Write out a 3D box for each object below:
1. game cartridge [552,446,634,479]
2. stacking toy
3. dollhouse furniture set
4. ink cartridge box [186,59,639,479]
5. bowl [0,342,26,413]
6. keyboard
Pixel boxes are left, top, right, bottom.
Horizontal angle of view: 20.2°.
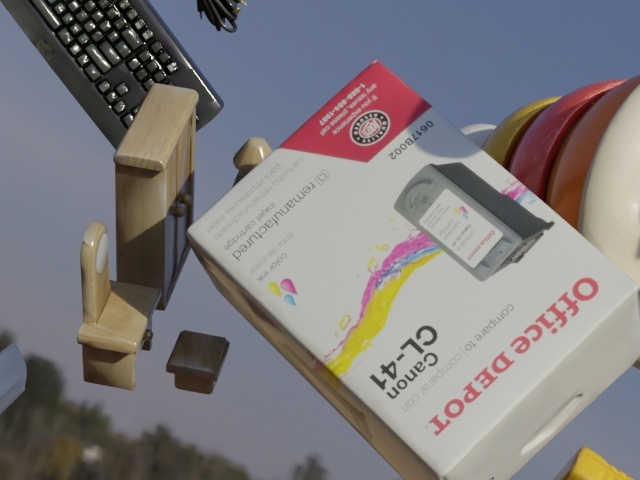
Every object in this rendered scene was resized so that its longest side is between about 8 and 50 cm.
[{"bbox_3d":[0.311,0.370,1.705,0.323,0.053,0.285,35,-48,3],"label":"game cartridge"},{"bbox_3d":[0.287,-0.063,2.036,0.350,0.351,0.480,31,-8,-37],"label":"stacking toy"},{"bbox_3d":[0.000,0.000,1.571,0.355,0.303,0.174,10,-51,8],"label":"dollhouse furniture set"},{"bbox_3d":[0.077,0.037,1.453,0.306,0.226,0.131,42,-11,26],"label":"ink cartridge box"},{"bbox_3d":[-0.399,0.189,2.065,0.053,0.142,0.142,48,-35,-7],"label":"bowl"},{"bbox_3d":[-0.205,-0.251,1.829,0.317,0.201,0.033,53,-9,-9],"label":"keyboard"}]
